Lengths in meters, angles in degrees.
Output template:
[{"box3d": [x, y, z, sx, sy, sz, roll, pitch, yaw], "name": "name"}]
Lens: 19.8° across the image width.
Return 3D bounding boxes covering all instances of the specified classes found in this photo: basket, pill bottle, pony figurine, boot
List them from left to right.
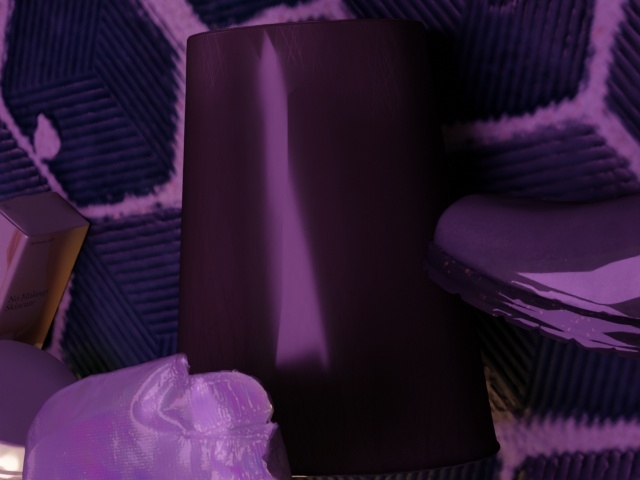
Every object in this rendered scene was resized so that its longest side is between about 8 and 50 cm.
[{"box3d": [-0.226, 0.170, 1.189, 0.121, 0.121, 0.216, 44, 130, 24], "name": "pill bottle"}, {"box3d": [-0.132, 0.225, 0.880, 0.351, 0.363, 0.303, -3, 118, 46], "name": "pony figurine"}, {"box3d": [0.000, 0.000, 0.980, 0.204, 0.154, 0.227, 1, 95, 51], "name": "basket"}, {"box3d": [0.215, -0.054, 0.833, 0.338, 0.118, 0.222, 8, 101, 24], "name": "boot"}]

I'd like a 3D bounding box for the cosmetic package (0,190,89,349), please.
[{"box3d": [-0.200, 0.028, 1.198, 0.041, 0.060, 0.115, 39, 121, 25], "name": "cosmetic package"}]
